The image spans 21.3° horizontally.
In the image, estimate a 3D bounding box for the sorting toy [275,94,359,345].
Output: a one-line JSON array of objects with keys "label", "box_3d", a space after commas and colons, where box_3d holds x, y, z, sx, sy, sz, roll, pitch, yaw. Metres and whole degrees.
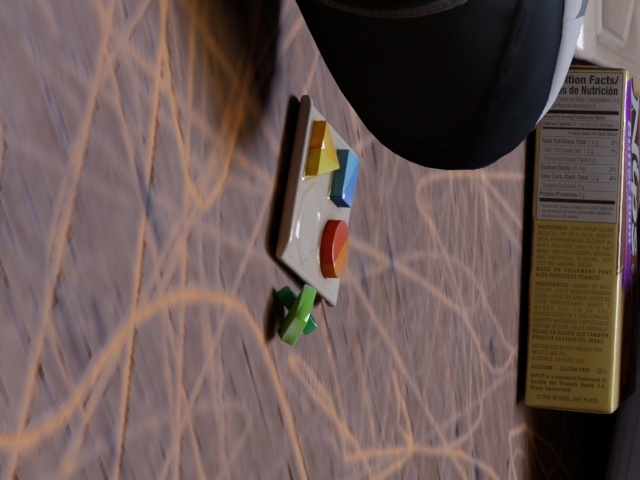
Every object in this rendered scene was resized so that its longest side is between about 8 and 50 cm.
[{"label": "sorting toy", "box_3d": [0.000, 0.000, 0.577, 0.062, 0.012, 0.083, 50, 45, -64]}]

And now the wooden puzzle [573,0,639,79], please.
[{"label": "wooden puzzle", "box_3d": [0.166, -0.207, 1.000, 0.239, 0.044, 0.221, -1, 92, -66]}]

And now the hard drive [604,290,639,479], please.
[{"label": "hard drive", "box_3d": [0.231, 0.059, 1.136, 0.203, 0.040, 0.307, -64, 161, -50]}]

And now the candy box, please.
[{"label": "candy box", "box_3d": [0.152, -0.002, 0.964, 0.109, 0.053, 0.186, -2, 96, -73]}]

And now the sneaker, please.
[{"label": "sneaker", "box_3d": [-0.009, -0.125, 0.443, 0.124, 0.107, 0.283, -47, 135, -41]}]
